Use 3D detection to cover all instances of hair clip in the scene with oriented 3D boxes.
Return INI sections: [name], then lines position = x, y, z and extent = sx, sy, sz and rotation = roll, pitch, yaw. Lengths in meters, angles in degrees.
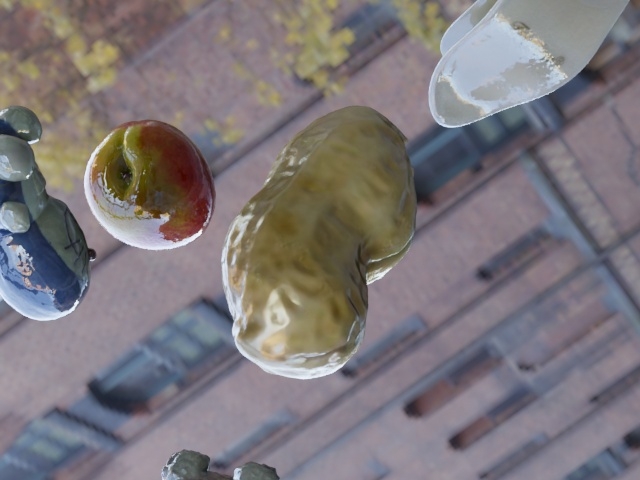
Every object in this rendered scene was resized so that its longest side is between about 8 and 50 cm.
[hair clip]
position = 0.250, -0.261, 1.946
extent = 0.172, 0.282, 0.113
rotation = 36, -147, -32

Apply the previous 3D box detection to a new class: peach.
[peach]
position = -0.244, -0.079, 2.230
extent = 0.190, 0.190, 0.192
rotation = 57, -175, 22

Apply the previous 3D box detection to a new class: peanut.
[peanut]
position = 0.000, 0.000, 1.318
extent = 0.147, 0.147, 0.305
rotation = 52, -139, -18

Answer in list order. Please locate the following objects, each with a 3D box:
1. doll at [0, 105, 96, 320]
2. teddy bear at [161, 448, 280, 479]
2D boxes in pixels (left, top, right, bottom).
[doll]
position = -0.366, -0.021, 1.904
extent = 0.258, 0.154, 0.228
rotation = 60, -179, -25
[teddy bear]
position = -0.144, 0.366, 1.893
extent = 0.267, 0.236, 0.151
rotation = 113, 170, -61
